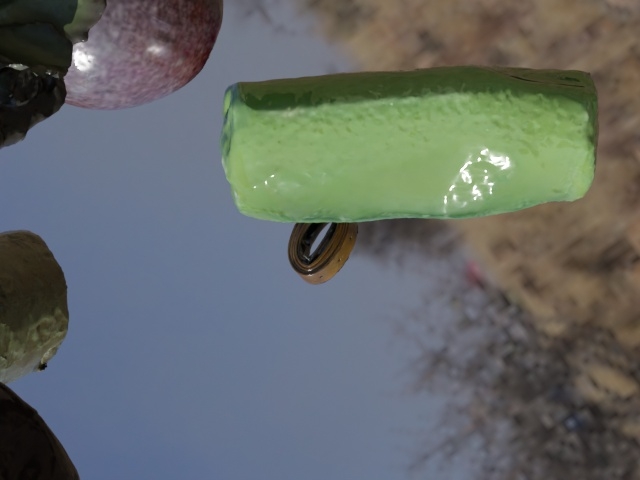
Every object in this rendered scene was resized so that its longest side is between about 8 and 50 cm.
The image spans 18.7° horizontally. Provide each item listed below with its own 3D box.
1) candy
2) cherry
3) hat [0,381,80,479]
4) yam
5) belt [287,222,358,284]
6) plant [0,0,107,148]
[{"bbox_3d":[0.080,-0.094,1.752,0.132,0.343,0.142,-89,-2,-68],"label":"candy"},{"bbox_3d":[-0.152,-0.174,1.439,0.176,0.176,0.140,51,161,-26],"label":"cherry"},{"bbox_3d":[-0.375,0.209,1.547,0.336,0.238,0.209,22,-170,3],"label":"hat"},{"bbox_3d":[-0.380,0.084,2.000,0.168,0.168,0.304,56,-149,10],"label":"yam"},{"bbox_3d":[0.000,0.000,1.926,0.059,0.083,0.036,26,171,26],"label":"belt"},{"bbox_3d":[-0.230,-0.112,1.209,0.203,0.142,0.131,-20,105,55],"label":"plant"}]
